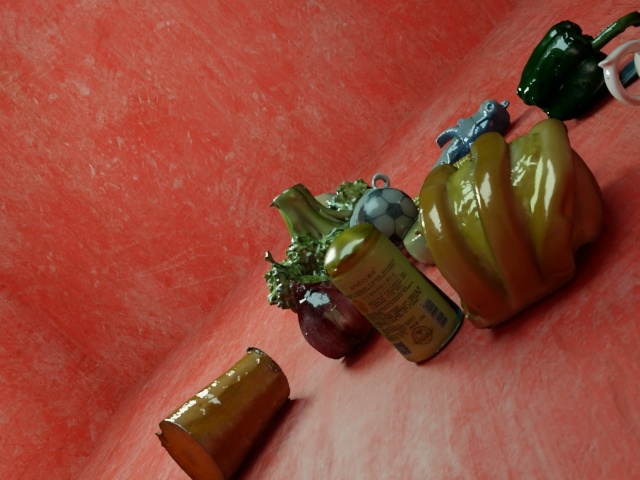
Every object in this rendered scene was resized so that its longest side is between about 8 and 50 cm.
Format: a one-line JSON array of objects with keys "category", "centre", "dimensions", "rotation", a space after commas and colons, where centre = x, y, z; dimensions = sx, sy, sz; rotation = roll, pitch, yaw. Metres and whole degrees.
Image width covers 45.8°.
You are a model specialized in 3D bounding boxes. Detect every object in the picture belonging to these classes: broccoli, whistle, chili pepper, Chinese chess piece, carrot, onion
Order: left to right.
[{"category": "carrot", "centre": [-0.189, 0.370, 1.592], "dimensions": [0.254, 0.196, 0.196], "rotation": [-42, 5, -34]}, {"category": "onion", "centre": [0.016, 0.143, 1.525], "dimensions": [0.159, 0.195, 0.159], "rotation": [-48, -1, -1]}, {"category": "broccoli", "centre": [0.023, 0.010, 1.894], "dimensions": [0.338, 0.317, 0.277], "rotation": [-7, -1, 4]}, {"category": "whistle", "centre": [0.148, -0.010, 1.685], "dimensions": [0.163, 0.289, 0.163], "rotation": [-6, -9, -1]}, {"category": "Chinese chess piece", "centre": [0.256, -0.033, 1.558], "dimensions": [0.188, 0.083, 0.188], "rotation": [-47, 6, 6]}, {"category": "whistle", "centre": [0.374, -0.248, 1.896], "dimensions": [0.269, 0.093, 0.180], "rotation": [-46, 34, 13]}, {"category": "chili pepper", "centre": [0.514, -0.362, 1.504], "dimensions": [0.261, 0.165, 0.174], "rotation": [-55, -3, 25]}]

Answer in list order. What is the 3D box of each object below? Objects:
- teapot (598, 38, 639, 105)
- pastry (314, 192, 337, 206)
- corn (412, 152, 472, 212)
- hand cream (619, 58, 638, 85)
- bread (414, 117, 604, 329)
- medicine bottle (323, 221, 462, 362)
[{"category": "teapot", "centre": [0.562, -0.316, 1.154], "dimensions": [0.300, 0.166, 0.208], "rotation": [-38, 20, -8]}, {"category": "pastry", "centre": [0.016, -0.015, 2.158], "dimensions": [0.265, 0.133, 0.264], "rotation": [13, -90, -69]}, {"category": "corn", "centre": [0.279, -0.103, 1.737], "dimensions": [0.248, 0.081, 0.081], "rotation": [-42, 10, 26]}, {"category": "hand cream", "centre": [0.632, -0.364, 1.388], "dimensions": [0.224, 0.048, 0.083], "rotation": [-45, 8, 44]}, {"category": "bread", "centre": [0.268, -0.049, 1.108], "dimensions": [0.270, 0.211, 0.315], "rotation": [-41, 19, 32]}, {"category": "medicine bottle", "centre": [0.110, 0.079, 1.228], "dimensions": [0.124, 0.239, 0.124], "rotation": [-42, 9, 9]}]
